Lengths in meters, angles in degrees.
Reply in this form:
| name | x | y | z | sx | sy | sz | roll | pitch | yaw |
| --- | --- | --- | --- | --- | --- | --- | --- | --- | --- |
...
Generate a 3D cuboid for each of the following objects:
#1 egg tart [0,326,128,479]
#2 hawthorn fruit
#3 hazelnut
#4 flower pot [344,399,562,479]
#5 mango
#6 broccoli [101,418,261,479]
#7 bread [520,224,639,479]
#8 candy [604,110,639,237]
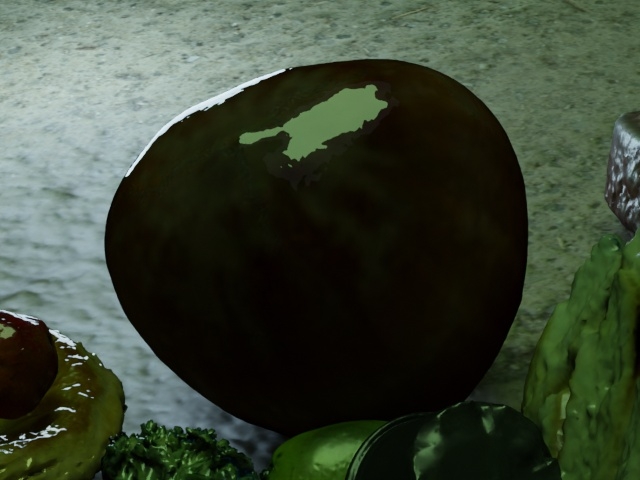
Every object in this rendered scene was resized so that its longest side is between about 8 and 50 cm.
| name | x | y | z | sx | sy | sz | roll | pitch | yaw |
| --- | --- | --- | --- | --- | --- | --- | --- | --- | --- |
| egg tart | -0.319 | 0.170 | 1.562 | 0.341 | 0.132 | 0.341 | -1 | 25 | 1 |
| hawthorn fruit | -0.241 | 0.096 | 1.487 | 0.093 | 0.093 | 0.093 | -2 | 25 | 1 |
| hazelnut | 0.004 | 0.005 | 1.636 | 0.366 | 0.366 | 0.366 | -2 | 25 | 1 |
| flower pot | 0.105 | 0.188 | 1.417 | 0.157 | 0.157 | 0.107 | -14 | -16 | -23 |
| mango | 0.041 | 0.200 | 1.504 | 0.178 | 0.100 | 0.119 | 1 | 63 | -8 |
| broccoli | -0.110 | 0.215 | 1.432 | 0.160 | 0.167 | 0.154 | -11 | -4 | -40 |
| bread | 0.319 | 0.119 | 1.391 | 0.239 | 0.264 | 0.395 | 15 | 19 | -13 |
| candy | 0.398 | -0.050 | 1.930 | 0.214 | 0.157 | 0.289 | 7 | 16 | -12 |
